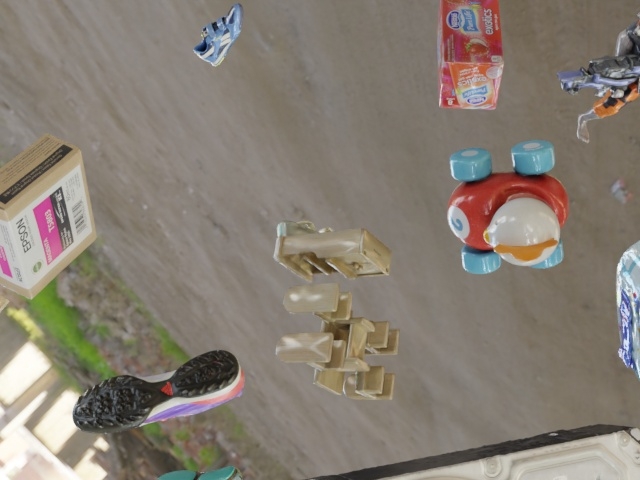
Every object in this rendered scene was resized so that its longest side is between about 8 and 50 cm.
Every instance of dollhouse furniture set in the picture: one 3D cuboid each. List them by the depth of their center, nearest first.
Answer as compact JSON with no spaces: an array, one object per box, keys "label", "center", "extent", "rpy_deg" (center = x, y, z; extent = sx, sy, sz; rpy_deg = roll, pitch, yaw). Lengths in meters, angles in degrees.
[{"label":"dollhouse furniture set","center":[0.008,0.116,1.416],"extent":[0.161,0.242,0.212],"rpy_deg":[-6,154,31]}]

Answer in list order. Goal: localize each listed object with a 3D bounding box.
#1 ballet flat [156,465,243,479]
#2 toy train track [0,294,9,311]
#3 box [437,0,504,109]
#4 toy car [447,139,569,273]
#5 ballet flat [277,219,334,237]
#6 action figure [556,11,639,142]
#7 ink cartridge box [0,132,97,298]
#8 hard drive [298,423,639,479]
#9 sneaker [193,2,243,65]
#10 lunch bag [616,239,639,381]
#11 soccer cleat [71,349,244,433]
[{"label":"ballet flat","center":[-0.211,0.442,1.580],"extent":[0.188,0.070,0.070],"rpy_deg":[-13,125,34]},{"label":"toy train track","center":[-0.268,0.074,0.674],"extent":[0.048,0.083,0.014],"rpy_deg":[29,163,28]},{"label":"box","center":[0.307,-0.405,1.863],"extent":[0.122,0.257,0.128],"rpy_deg":[2,142,4]},{"label":"toy car","center":[0.316,-0.024,1.501],"extent":[0.238,0.210,0.219],"rpy_deg":[-70,-28,-65]},{"label":"ballet flat","center":[0.000,0.000,1.715],"extent":[0.072,0.068,0.213],"rpy_deg":[-27,153,35]},{"label":"action figure","center":[0.612,-0.348,1.815],"extent":[0.330,0.341,0.179],"rpy_deg":[100,164,-54]},{"label":"ink cartridge box","center":[-0.508,-0.042,1.612],"extent":[0.088,0.193,0.235],"rpy_deg":[24,140,18]},{"label":"hard drive","center":[0.131,0.294,0.735],"extent":[0.064,0.338,0.237],"rpy_deg":[161,104,-67]},{"label":"sneaker","center":[-0.203,-0.416,1.798],"extent":[0.059,0.144,0.053],"rpy_deg":[18,-146,-30]},{"label":"lunch bag","center":[0.409,0.074,0.962],"extent":[0.090,0.176,0.219],"rpy_deg":[-106,-4,-46]},{"label":"soccer cleat","center":[-0.293,0.296,1.650],"extent":[0.116,0.318,0.109],"rpy_deg":[78,173,-56]}]
